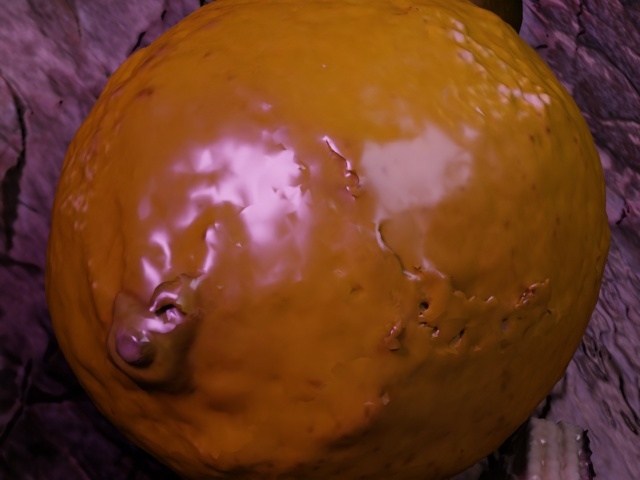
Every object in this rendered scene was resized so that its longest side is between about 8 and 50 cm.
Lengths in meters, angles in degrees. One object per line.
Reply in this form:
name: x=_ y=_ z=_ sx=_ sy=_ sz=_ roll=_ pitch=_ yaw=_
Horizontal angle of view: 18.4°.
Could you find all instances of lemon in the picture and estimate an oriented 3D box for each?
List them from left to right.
lemon: x=0.000 y=0.000 z=0.918 sx=0.310 sy=0.253 sz=0.253 roll=-19 pitch=72 yaw=-54

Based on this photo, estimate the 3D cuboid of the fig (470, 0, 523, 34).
fig: x=0.048 y=-0.153 z=1.259 sx=0.185 sy=0.126 sz=0.133 roll=-17 pitch=84 yaw=-60

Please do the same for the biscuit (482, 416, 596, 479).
biscuit: x=0.085 y=0.213 z=0.895 sx=0.052 sy=0.150 sz=0.252 roll=15 pitch=41 yaw=-9
